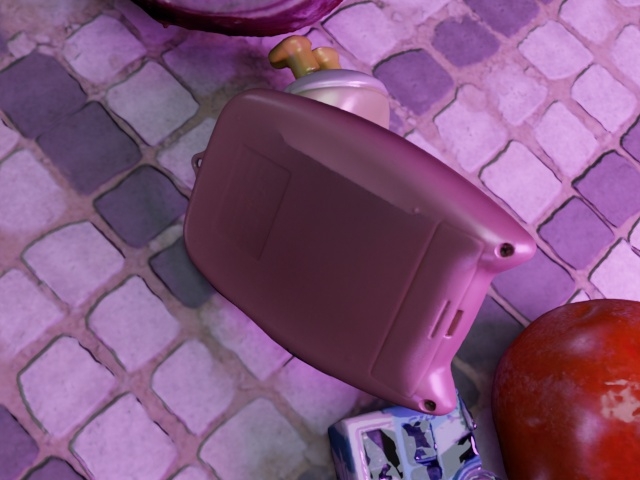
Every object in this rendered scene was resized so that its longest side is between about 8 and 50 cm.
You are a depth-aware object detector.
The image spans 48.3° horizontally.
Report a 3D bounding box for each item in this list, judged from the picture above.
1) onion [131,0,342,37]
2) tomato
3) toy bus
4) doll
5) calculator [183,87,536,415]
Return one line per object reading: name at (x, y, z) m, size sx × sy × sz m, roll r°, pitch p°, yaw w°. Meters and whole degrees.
onion at (-0.094, -0.354, 0.707) m, size 0.336 × 0.260 × 0.282 m, roll 41°, pitch 106°, yaw -5°
tomato at (0.266, 0.158, 0.640) m, size 0.231 × 0.188 × 0.232 m, roll 4°, pitch 69°, yaw -9°
toy bus at (0.098, 0.287, 0.609) m, size 0.130 × 0.106 × 0.297 m, roll -7°, pitch 72°, yaw -11°
doll at (0.016, -0.054, 0.704) m, size 0.117 × 0.141 × 0.297 m, roll -8°, pitch 83°, yaw 29°
calculator at (0.000, 0.000, 0.620) m, size 0.329 × 0.220 × 0.048 m, roll 31°, pitch 22°, yaw 26°
